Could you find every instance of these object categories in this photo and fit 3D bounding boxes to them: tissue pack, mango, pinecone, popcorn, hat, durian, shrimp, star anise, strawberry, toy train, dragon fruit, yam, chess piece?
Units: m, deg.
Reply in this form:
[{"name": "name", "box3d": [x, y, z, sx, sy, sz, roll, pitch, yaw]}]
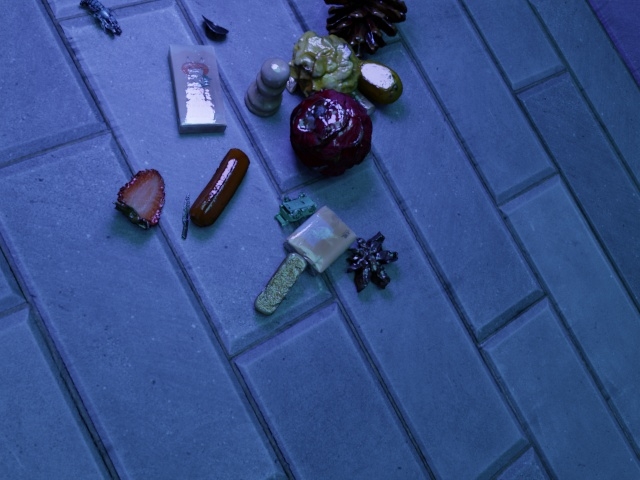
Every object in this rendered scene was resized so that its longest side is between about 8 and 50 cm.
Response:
[{"name": "tissue pack", "box3d": [0.000, 0.000, 1.707, 0.186, 0.090, 0.222, 46, 68, 5]}, {"name": "mango", "box3d": [0.219, -0.664, 1.924, 0.262, 0.167, 0.129, 33, 81, 3]}, {"name": "pinecone", "box3d": [0.166, -0.928, 1.902, 0.385, 0.384, 0.383, 5, 75, -18]}, {"name": "popcorn", "box3d": [0.012, -0.660, 1.782, 0.286, 0.215, 0.252, 40, 82, -1]}, {"name": "hat", "box3d": [-0.418, -0.819, 1.794, 0.121, 0.050, 0.121, 30, 25, -16]}, {"name": "durian", "box3d": [-0.110, -0.652, 1.879, 0.066, 0.052, 0.130, -14, 75, 17]}, {"name": "shrimp", "box3d": [-0.782, -0.804, 1.651, 0.174, 0.076, 0.082, 43, 50, -6]}, {"name": "tissue pack", "box3d": [-0.454, -0.560, 1.708, 0.170, 0.071, 0.324, -6, 78, -23]}, {"name": "star anise", "box3d": [0.201, 0.084, 1.762, 0.215, 0.099, 0.219, -18, 83, -13]}, {"name": "strawberry", "box3d": [-0.594, -0.133, 1.556, 0.167, 0.087, 0.208, 51, 39, -22]}, {"name": "toy train", "box3d": [-0.090, -0.114, 1.721, 0.149, 0.081, 0.099, -18, 50, -34]}, {"name": "dragon fruit", "box3d": [0.033, -0.399, 1.710, 0.330, 0.329, 0.328, 5, 75, -18]}, {"name": "yam", "box3d": [0.088, -0.650, 1.919, 0.356, 0.081, 0.081, 46, 67, -1]}, {"name": "chess piece", "box3d": [-0.188, -0.570, 1.703, 0.143, 0.261, 0.142, 4, 78, -19]}]

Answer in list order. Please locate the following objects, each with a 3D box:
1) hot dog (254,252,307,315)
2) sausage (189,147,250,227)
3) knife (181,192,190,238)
[{"name": "hot dog", "box3d": [-0.142, 0.152, 1.627, 0.084, 0.073, 0.242, 36, 79, -6]}, {"name": "sausage", "box3d": [-0.345, -0.187, 1.637, 0.102, 0.102, 0.330, 31, 69, -10]}, {"name": "knife", "box3d": [-0.469, -0.088, 1.616, 0.023, 0.010, 0.170, 9, 72, -23]}]
